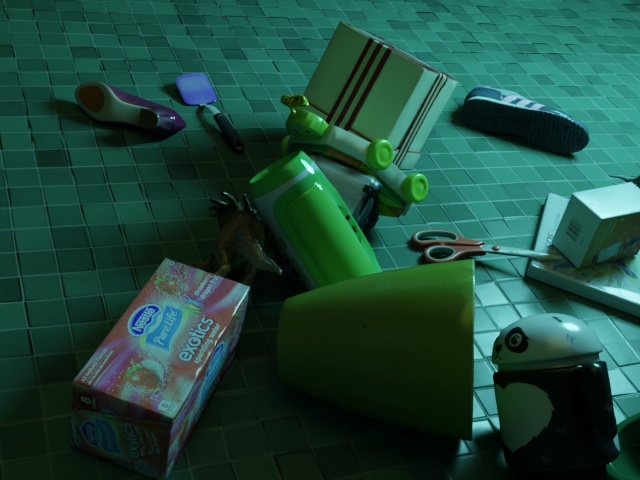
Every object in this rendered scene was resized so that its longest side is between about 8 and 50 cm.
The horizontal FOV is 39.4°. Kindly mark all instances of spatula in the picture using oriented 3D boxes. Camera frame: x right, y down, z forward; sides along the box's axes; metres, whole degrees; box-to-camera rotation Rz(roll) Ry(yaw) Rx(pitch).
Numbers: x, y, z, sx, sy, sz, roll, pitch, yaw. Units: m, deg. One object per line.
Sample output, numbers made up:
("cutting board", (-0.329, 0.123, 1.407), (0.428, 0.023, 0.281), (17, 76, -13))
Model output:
("spatula", (-0.241, -0.287, 2.005), (0.084, 0.030, 0.296), (-12, 45, -29))

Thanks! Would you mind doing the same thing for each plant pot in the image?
("plant pot", (0.088, 0.164, 1.382), (0.293, 0.275, 0.275), (1, 36, 9))

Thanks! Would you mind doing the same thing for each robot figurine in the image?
("robot figurine", (0.348, 0.249, 1.341), (0.209, 0.278, 0.173), (-10, -8, 29))

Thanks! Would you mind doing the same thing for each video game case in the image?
("video game case", (0.611, 0.037, 1.863), (0.329, 0.036, 0.300), (21, 38, 8))

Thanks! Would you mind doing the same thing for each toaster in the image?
("toaster", (0.025, -0.066, 1.654), (0.146, 0.227, 0.129), (26, 72, 11))

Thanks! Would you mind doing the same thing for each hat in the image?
("hat", (0.575, 0.383, 1.421), (0.208, 0.183, 0.173), (-23, 23, 21))

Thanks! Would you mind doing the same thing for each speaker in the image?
("speaker", (0.000, 0.000, 1.514), (0.296, 0.131, 0.131), (58, 39, -13))

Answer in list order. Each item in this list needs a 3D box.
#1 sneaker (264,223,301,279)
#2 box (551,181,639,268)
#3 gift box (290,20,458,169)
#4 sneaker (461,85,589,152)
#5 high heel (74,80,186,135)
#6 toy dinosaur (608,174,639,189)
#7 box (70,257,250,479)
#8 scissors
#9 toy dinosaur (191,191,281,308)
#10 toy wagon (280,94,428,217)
("sneaker", (-0.050, 0.022, 1.642), (0.185, 0.069, 0.084), (26, 55, 32))
("box", (0.576, -0.032, 1.803), (0.170, 0.130, 0.091), (-11, 43, -27))
("gift box", (0.100, -0.295, 1.902), (0.276, 0.258, 0.255), (35, 17, 26))
("sneaker", (0.516, -0.317, 2.221), (0.319, 0.112, 0.131), (20, 40, 5))
("high heel", (-0.411, -0.285, 1.933), (0.244, 0.082, 0.117), (16, 7, 23))
("toy dinosaur", (0.842, -0.107, 2.054), (0.313, 0.121, 0.160), (2, 52, -9))
("box", (-0.231, 0.180, 1.321), (0.154, 0.142, 0.300), (19, 38, 8))
("scissors", (0.332, 0.009, 1.791), (0.297, 0.021, 0.109), (-3, 37, -8))
("toy dinosaur", (-0.138, 0.000, 1.522), (0.127, 0.295, 0.200), (30, 75, -19))
("toy wagon", (0.035, -0.155, 1.712), (0.267, 0.344, 0.068), (10, 69, 47))
